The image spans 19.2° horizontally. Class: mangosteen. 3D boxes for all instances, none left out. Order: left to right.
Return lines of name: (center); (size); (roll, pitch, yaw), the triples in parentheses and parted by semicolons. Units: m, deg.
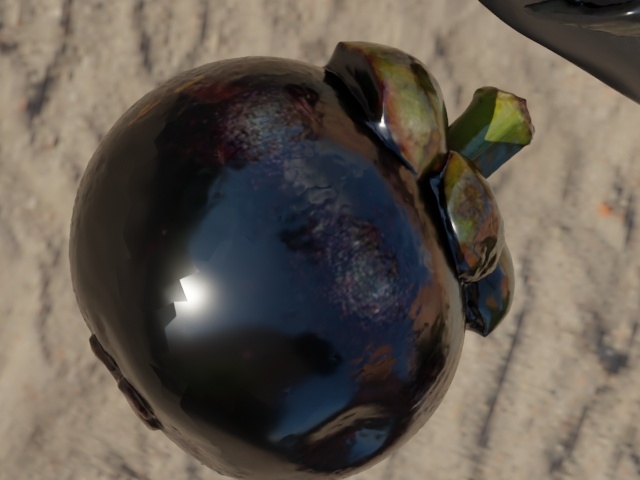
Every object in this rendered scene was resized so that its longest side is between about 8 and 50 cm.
mangosteen: (0.000, 0.000, 1.146); (0.302, 0.275, 0.275); (-33, 119, -5)

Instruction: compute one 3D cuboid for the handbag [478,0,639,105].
handbag: (0.133, -0.098, 0.570); (0.211, 0.254, 0.088); (33, 70, -1)
